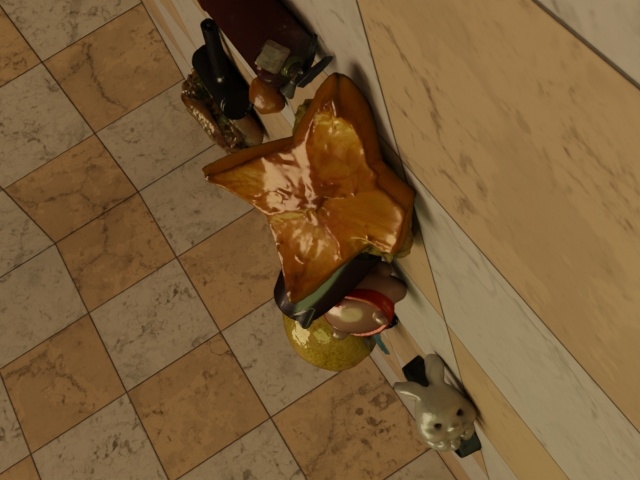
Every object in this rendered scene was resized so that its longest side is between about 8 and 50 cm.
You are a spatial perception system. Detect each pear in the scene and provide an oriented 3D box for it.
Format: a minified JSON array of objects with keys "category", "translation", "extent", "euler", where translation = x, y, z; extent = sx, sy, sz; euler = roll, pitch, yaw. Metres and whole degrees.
[{"category":"pear","translation":[0.027,0.200,2.256],"extent":[0.271,0.271,0.271],"euler":[57,175,8]}]

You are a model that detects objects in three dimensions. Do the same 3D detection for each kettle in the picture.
[{"category":"kettle","translation":[-0.004,0.031,1.594],"extent":[0.144,0.232,0.202],"euler":[12,-135,-28]}]

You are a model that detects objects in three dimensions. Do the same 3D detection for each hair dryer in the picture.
[{"category":"hair dryer","translation":[-0.247,-0.438,2.101],"extent":[0.197,0.089,0.251],"euler":[57,166,28]}]

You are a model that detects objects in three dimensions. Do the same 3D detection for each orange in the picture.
[{"category":"orange","translation":[-0.111,-0.287,1.734],"extent":[0.086,0.062,0.086],"euler":[56,172,12]}]

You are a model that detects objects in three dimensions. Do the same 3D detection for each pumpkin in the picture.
[{"category":"pumpkin","translation":[0.002,-0.065,1.183],"extent":[0.258,0.290,0.095],"euler":[52,-143,-15]}]

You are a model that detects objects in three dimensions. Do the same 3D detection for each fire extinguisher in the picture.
[{"category":"fire extinguisher","translation":[-0.078,-0.297,1.220],"extent":[0.269,0.105,0.105],"euler":[54,174,33]}]

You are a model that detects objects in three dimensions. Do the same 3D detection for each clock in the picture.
[{"category":"clock","translation":[0.298,0.417,2.177],"extent":[0.280,0.055,0.280],"euler":[57,175,8]}]

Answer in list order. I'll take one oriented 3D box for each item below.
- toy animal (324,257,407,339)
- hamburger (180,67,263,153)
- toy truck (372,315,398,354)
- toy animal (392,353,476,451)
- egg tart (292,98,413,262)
[{"category":"toy animal","translation":[0.075,0.091,1.715],"extent":[0.171,0.171,0.197],"euler":[99,159,-82]},{"category":"hamburger","translation":[-0.270,-0.355,2.395],"extent":[0.286,0.146,0.243],"euler":[50,180,11]},{"category":"toy truck","translation":[0.157,0.210,2.153],"extent":[0.136,0.074,0.063],"euler":[58,175,-16]},{"category":"toy animal","translation":[0.253,0.361,1.879],"extent":[0.178,0.127,0.193],"euler":[55,177,40]},{"category":"egg tart","translation":[0.029,-0.079,1.339],"extent":[0.294,0.123,0.294],"euler":[58,174,10]}]
